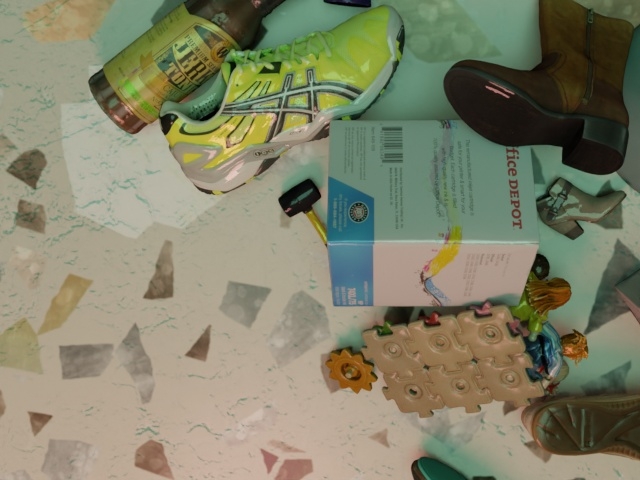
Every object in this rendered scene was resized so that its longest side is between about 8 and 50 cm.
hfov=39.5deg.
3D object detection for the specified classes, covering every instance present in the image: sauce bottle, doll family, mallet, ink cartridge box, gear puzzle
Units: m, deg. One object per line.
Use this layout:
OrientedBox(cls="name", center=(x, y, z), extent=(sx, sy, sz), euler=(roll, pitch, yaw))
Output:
OrientedBox(cls="sauce bottle", center=(-0.174, -0.293, 1.283), extent=(0.344, 0.111, 0.111), euler=(-37, 97, 10))
OrientedBox(cls="doll family", center=(0.310, 0.138, 1.331), extent=(0.163, 0.118, 0.263), euler=(-12, 102, 8))
OrientedBox(cls="mallet", center=(0.000, 0.000, 1.370), extent=(0.062, 0.039, 0.190), euler=(-24, 102, 8))
OrientedBox(cls="ink cartridge box", center=(0.148, -0.034, 1.233), extent=(0.270, 0.197, 0.198), euler=(0, 61, 4))
OrientedBox(cls="gear puzzle", center=(0.159, 0.183, 1.338), extent=(0.339, 0.044, 0.175), euler=(-14, 113, 32))

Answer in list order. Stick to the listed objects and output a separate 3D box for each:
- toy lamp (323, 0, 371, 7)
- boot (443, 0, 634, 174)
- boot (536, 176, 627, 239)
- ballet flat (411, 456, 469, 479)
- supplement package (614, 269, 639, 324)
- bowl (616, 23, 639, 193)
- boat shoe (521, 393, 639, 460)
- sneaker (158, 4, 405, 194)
OrientedBox(cls="toy lamp", center=(0.049, -0.473, 1.254), extent=(0.080, 0.080, 0.275), euler=(6, 100, 2))
OrientedBox(cls="boot", center=(0.302, -0.250, 1.190), extent=(0.264, 0.096, 0.280), euler=(17, 57, -4))
OrientedBox(cls="boot", center=(0.384, -0.061, 1.331), extent=(0.118, 0.042, 0.087), euler=(-42, 94, 9))
OrientedBox(cls="ballet flat", center=(0.250, 0.447, 1.411), extent=(0.280, 0.095, 0.096), euler=(29, 113, -2))
OrientedBox(cls="supplement package", center=(0.563, 0.094, 1.236), extent=(0.204, 0.262, 0.145), euler=(-36, 96, 9))
OrientedBox(cls="bowl", center=(0.559, -0.182, 1.237), extent=(0.311, 0.163, 0.312), euler=(1, 101, 4))
OrientedBox(cls="boat shoe", center=(0.462, 0.282, 1.365), extent=(0.302, 0.098, 0.109), euler=(2, 91, -4))
OrientedBox(cls="sneaker", center=(-0.054, -0.215, 1.254), extent=(0.384, 0.145, 0.147), euler=(-35, 128, 7))
